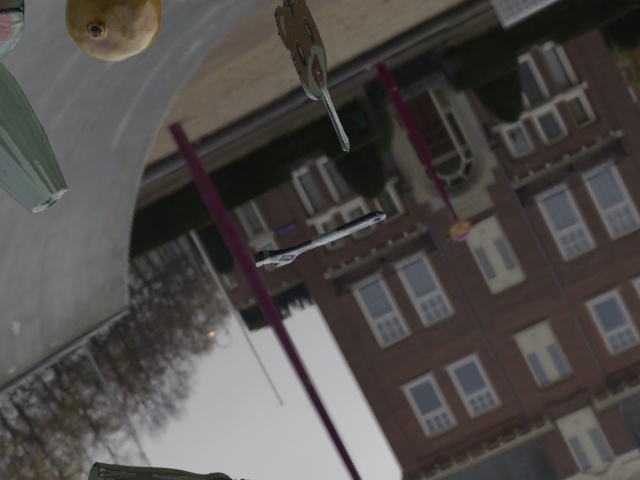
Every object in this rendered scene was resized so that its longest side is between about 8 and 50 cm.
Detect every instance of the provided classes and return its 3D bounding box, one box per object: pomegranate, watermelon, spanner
[{"bbox_3d":[-0.465,-0.518,2.144,0.233,0.233,0.233,-27,-175,3],"label":"pomegranate"},{"bbox_3d":[-0.585,-0.351,1.609,0.207,0.136,0.202,3,-144,42],"label":"watermelon"},{"bbox_3d":[0.000,0.000,1.918,0.316,0.024,0.087,-22,155,29],"label":"spanner"}]

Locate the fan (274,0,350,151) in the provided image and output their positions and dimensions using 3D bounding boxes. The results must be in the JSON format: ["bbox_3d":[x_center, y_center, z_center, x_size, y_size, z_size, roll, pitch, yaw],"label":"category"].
[{"bbox_3d":[-0.004,-0.206,1.160,0.008,0.226,0.152,-13,-146,18],"label":"fan"}]

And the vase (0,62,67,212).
[{"bbox_3d":[-0.463,-0.154,1.376,0.128,0.248,0.128,-34,-173,5],"label":"vase"}]

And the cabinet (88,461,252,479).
[{"bbox_3d":[-0.112,0.422,1.102,0.228,0.289,0.318,19,162,-41],"label":"cabinet"}]
